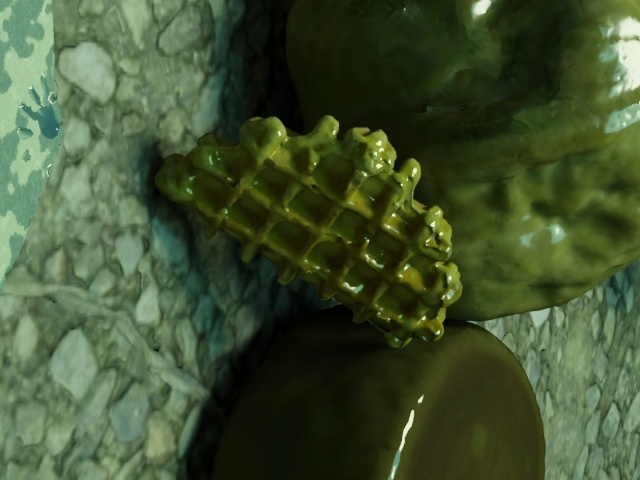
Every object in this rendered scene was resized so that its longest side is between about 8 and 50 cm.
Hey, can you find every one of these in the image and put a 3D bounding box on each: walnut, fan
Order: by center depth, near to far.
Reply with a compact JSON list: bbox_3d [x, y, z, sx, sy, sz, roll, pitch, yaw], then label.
[{"bbox_3d":[-0.184,-0.072,1.049,0.131,0.009,0.240,12,85,-59],"label":"fan"},{"bbox_3d":[0.121,-0.098,1.294,0.253,0.277,0.282,-100,178,-50],"label":"walnut"}]

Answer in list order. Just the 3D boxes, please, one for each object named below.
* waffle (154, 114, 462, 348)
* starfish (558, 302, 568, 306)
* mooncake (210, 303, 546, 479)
[{"bbox_3d":[0.000,0.000,1.205,0.046,0.161,0.192,-76,144,-54],"label":"waffle"},{"bbox_3d":[0.203,-0.057,1.653,0.216,0.071,0.238,-36,119,-58],"label":"starfish"},{"bbox_3d":[0.039,0.186,1.333,0.284,0.155,0.284,-12,103,-60],"label":"mooncake"}]
